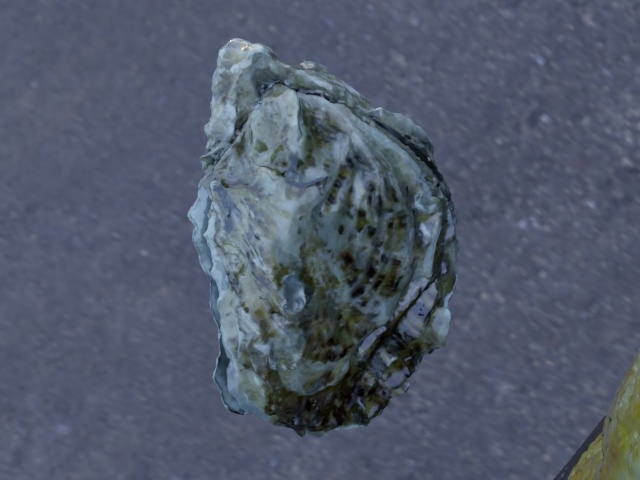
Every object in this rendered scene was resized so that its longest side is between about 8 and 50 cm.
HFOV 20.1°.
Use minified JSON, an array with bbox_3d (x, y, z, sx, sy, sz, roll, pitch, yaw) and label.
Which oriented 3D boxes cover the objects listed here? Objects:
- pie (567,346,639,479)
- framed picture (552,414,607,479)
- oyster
[{"bbox_3d":[0.298,0.071,1.151,0.180,0.395,0.418,36,85,8],"label":"pie"},{"bbox_3d":[0.179,0.279,1.344,0.324,0.013,0.244,-50,20,-9],"label":"framed picture"},{"bbox_3d":[0.000,0.000,1.183,0.112,0.198,0.267,33,119,51],"label":"oyster"}]
